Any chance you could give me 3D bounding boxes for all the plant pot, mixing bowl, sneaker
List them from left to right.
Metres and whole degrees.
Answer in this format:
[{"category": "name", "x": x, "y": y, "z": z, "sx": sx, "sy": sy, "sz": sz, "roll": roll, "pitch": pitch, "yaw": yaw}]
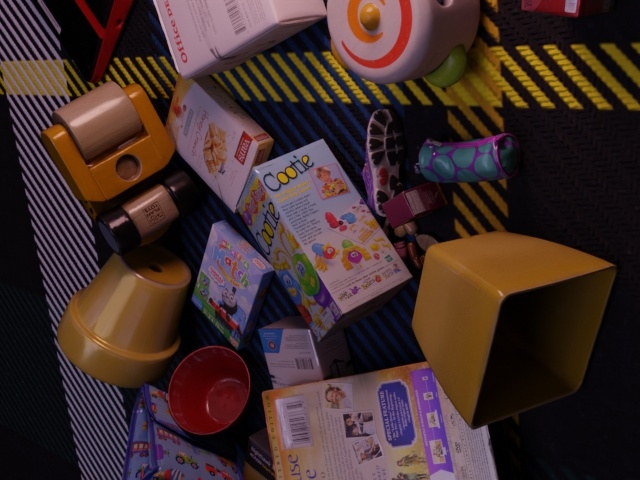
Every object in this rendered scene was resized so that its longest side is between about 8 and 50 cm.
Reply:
[{"category": "plant pot", "x": -0.392, "y": 0.140, "z": 1.959, "sx": 0.254, "sy": 0.254, "sz": 0.239, "roll": 43, "pitch": 117, "yaw": 27}, {"category": "mixing bowl", "x": -0.208, "y": 0.316, "z": 1.898, "sx": 0.181, "sy": 0.181, "sz": 0.098, "roll": 38, "pitch": 174, "yaw": 31}, {"category": "sneaker", "x": 0.087, "y": -0.122, "z": 1.465, "sx": 0.071, "sy": 0.068, "sz": 0.170, "roll": 25, "pitch": 119, "yaw": 56}, {"category": "plant pot", "x": 0.245, "y": 0.099, "z": 1.290, "sx": 0.187, "sy": 0.212, "sz": 0.212, "roll": 40, "pitch": 132, "yaw": 45}]

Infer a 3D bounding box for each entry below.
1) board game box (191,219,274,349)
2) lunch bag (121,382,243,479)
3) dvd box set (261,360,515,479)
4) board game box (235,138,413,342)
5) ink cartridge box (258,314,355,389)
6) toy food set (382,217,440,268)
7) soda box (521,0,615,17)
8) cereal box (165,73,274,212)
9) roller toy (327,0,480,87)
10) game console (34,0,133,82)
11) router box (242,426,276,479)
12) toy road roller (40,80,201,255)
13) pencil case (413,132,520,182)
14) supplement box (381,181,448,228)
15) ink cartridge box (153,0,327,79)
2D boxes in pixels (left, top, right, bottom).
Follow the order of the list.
[{"category": "board game box", "x": -0.177, "y": 0.089, "z": 1.846, "sx": 0.160, "sy": 0.039, "sz": 0.211, "roll": 43, "pitch": 131, "yaw": 27}, {"category": "lunch bag", "x": -0.279, "y": 0.429, "z": 1.887, "sx": 0.138, "sy": 0.221, "sz": 0.293, "roll": -50, "pitch": 28, "yaw": 22}, {"category": "dvd box set", "x": 0.105, "y": 0.364, "z": 1.513, "sx": 0.420, "sy": 0.062, "sz": 0.307, "roll": -17, "pitch": 79, "yaw": 33}, {"category": "board game box", "x": 0.000, "y": 0.000, "z": 1.524, "sx": 0.275, "sy": 0.144, "sz": 0.142, "roll": 58, "pitch": 153, "yaw": 13}, {"category": "ink cartridge box", "x": -0.016, "y": 0.244, "z": 1.700, "sx": 0.148, "sy": 0.086, "sz": 0.203, "roll": -6, "pitch": 102, "yaw": 47}, {"category": "toy food set", "x": 0.151, "y": 0.010, "z": 1.481, "sx": 0.122, "sy": 0.019, "sz": 0.078, "roll": 37, "pitch": 129, "yaw": 26}, {"category": "soda box", "x": 0.305, "y": -0.402, "z": 1.096, "sx": 0.083, "sy": 0.092, "sz": 0.263, "roll": 22, "pitch": 121, "yaw": 41}, {"category": "cereal box", "x": -0.197, "y": -0.191, "z": 1.747, "sx": 0.240, "sy": 0.047, "sz": 0.173, "roll": 46, "pitch": 135, "yaw": 25}, {"category": "roller toy", "x": 0.108, "y": -0.319, "z": 1.299, "sx": 0.209, "sy": 0.146, "sz": 0.191, "roll": 26, "pitch": 122, "yaw": 39}, {"category": "game console", "x": -0.519, "y": -0.574, "z": 1.943, "sx": 0.386, "sy": 0.060, "sz": 0.342, "roll": 55, "pitch": 142, "yaw": 17}, {"category": "router box", "x": -0.031, "y": 0.548, "z": 1.841, "sx": 0.309, "sy": 0.081, "sz": 0.243, "roll": 34, "pitch": 127, "yaw": 33}, {"category": "toy road roller", "x": -0.413, "y": -0.141, "z": 1.857, "sx": 0.240, "sy": 0.202, "sz": 0.329, "roll": 14, "pitch": 133, "yaw": 58}, {"category": "pencil case", "x": 0.210, "y": -0.118, "z": 1.332, "sx": 0.151, "sy": 0.064, "sz": 0.070, "roll": 1, "pitch": 131, "yaw": 46}, {"category": "supplement box", "x": 0.144, "y": -0.055, "z": 1.413, "sx": 0.055, "sy": 0.083, "sz": 0.043, "roll": -30, "pitch": 83, "yaw": 49}, {"category": "ink cartridge box", "x": -0.147, "y": -0.415, "z": 1.553, "sx": 0.283, "sy": 0.117, "sz": 0.207, "roll": -15, "pitch": 94, "yaw": 48}]
